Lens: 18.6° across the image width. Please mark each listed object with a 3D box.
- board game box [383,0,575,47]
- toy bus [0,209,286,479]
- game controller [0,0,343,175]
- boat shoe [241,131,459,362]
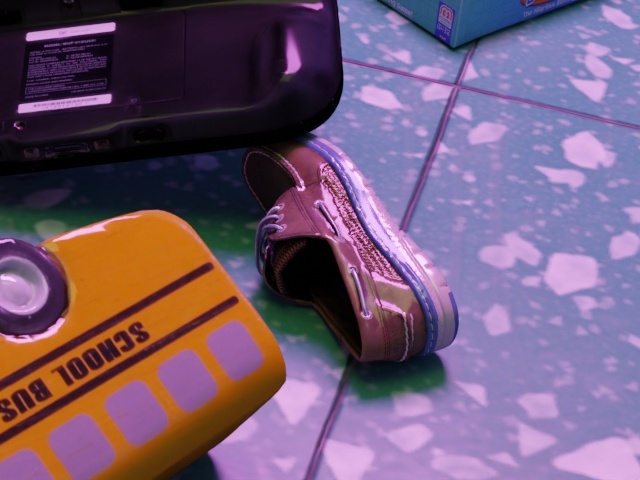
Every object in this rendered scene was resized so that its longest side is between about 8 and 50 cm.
[{"bbox_3d":[0.120,-0.221,1.423,0.210,0.047,0.160,-24,47,-35],"label":"board game box"},{"bbox_3d":[-0.176,0.100,0.853,0.333,0.108,0.130,-32,83,-42],"label":"toy bus"},{"bbox_3d":[-0.147,-0.104,1.164,0.319,0.067,0.166,-7,51,3],"label":"game controller"},{"bbox_3d":[0.000,0.000,1.084,0.066,0.066,0.183,-18,44,-29],"label":"boat shoe"}]
